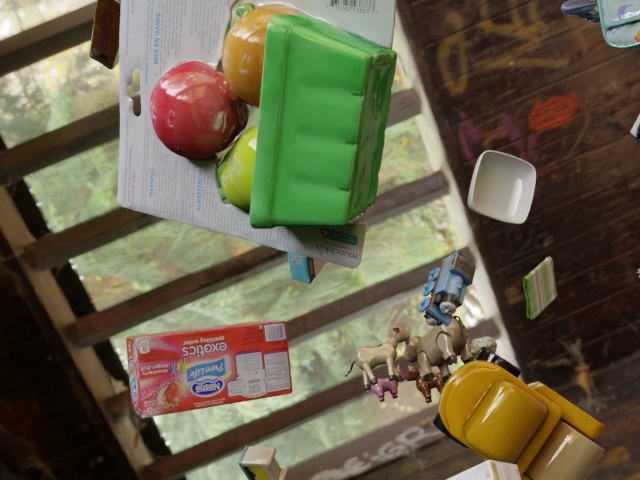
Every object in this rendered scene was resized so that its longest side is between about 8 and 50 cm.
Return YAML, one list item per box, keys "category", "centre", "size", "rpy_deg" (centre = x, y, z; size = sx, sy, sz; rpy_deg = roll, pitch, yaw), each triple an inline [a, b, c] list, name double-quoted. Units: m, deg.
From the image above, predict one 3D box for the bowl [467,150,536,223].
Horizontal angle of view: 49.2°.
- category: "bowl"
  centre: [0.383, -0.111, 1.500]
  size: [0.053, 0.142, 0.142]
  rpy_deg: [169, 117, -75]

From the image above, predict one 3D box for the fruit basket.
- category: "fruit basket"
  centre: [-0.091, -0.159, 0.836]
  size: [0.165, 0.353, 0.327]
  rpy_deg: [-27, -52, -57]

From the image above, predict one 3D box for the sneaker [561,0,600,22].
- category: "sneaker"
  centre: [0.631, -0.536, 1.636]
  size: [0.053, 0.144, 0.059]
  rpy_deg: [-108, 14, -49]

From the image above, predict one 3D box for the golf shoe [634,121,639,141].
- category: "golf shoe"
  centre: [0.757, -0.281, 1.531]
  size: [0.067, 0.086, 0.186]
  rpy_deg: [44, 154, 18]

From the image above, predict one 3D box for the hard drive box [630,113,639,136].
- category: "hard drive box"
  centre: [0.842, -0.290, 1.589]
  size: [0.181, 0.089, 0.232]
  rpy_deg: [53, 154, 30]

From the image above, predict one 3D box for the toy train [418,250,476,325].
- category: "toy train"
  centre: [0.290, 0.114, 1.604]
  size: [0.080, 0.105, 0.184]
  rpy_deg: [37, -133, -11]

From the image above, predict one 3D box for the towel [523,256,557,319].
- category: "towel"
  centre: [0.533, 0.114, 1.706]
  size: [0.023, 0.152, 0.113]
  rpy_deg: [1, 108, 41]

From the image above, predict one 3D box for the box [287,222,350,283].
- category: "box"
  centre: [0.000, 0.000, 1.896]
  size: [0.244, 0.060, 0.100]
  rpy_deg: [-51, -34, -41]

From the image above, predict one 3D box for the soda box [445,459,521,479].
- category: "soda box"
  centre: [0.211, 0.411, 1.075]
  size: [0.069, 0.216, 0.074]
  rpy_deg: [20, -135, -32]

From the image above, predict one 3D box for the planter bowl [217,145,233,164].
- category: "planter bowl"
  centre: [-0.230, -0.188, 1.376]
  size: [0.109, 0.162, 0.162]
  rpy_deg: [-21, 92, 45]

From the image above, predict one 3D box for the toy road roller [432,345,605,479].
- category: "toy road roller"
  centre: [0.382, 0.367, 1.343]
  size: [0.329, 0.202, 0.240]
  rpy_deg: [34, 180, 8]

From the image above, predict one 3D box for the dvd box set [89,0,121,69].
- category: "dvd box set"
  centre: [-0.309, -0.491, 1.269]
  size: [0.062, 0.307, 0.420]
  rpy_deg: [33, 169, -17]

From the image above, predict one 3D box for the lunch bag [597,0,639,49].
- category: "lunch bag"
  centre: [0.672, -0.482, 1.319]
  size: [0.108, 0.279, 0.224]
  rpy_deg: [-9, -88, -49]

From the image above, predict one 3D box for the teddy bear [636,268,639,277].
- category: "teddy bear"
  centre: [0.908, 0.009, 1.657]
  size: [0.245, 0.338, 0.113]
  rpy_deg: [30, -144, -16]

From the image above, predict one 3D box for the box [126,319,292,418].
- category: "box"
  centre: [-0.189, 0.210, 1.181]
  size: [0.122, 0.257, 0.128]
  rpy_deg: [164, 100, -66]

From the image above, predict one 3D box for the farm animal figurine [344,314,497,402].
- category: "farm animal figurine"
  centre: [0.275, 0.306, 1.915]
  size: [0.330, 0.327, 0.172]
  rpy_deg: [25, -140, -43]

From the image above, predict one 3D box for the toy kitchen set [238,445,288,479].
- category: "toy kitchen set"
  centre: [-0.134, 0.511, 1.276]
  size: [0.166, 0.122, 0.207]
  rpy_deg: [65, -153, -27]
